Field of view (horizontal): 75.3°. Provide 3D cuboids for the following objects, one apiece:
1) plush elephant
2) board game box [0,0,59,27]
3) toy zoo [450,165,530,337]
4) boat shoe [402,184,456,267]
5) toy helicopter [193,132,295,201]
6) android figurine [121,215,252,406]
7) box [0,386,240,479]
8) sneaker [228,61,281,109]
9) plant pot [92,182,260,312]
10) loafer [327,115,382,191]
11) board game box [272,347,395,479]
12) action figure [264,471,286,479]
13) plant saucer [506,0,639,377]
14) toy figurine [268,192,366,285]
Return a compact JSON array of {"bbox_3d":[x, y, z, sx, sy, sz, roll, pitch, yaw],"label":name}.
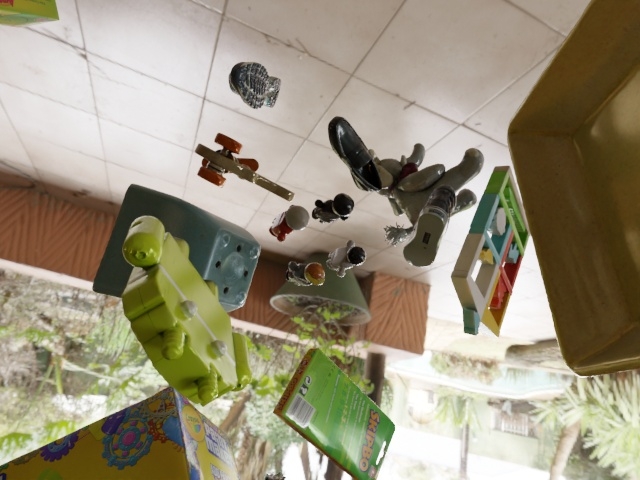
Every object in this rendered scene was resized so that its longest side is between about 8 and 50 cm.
[{"bbox_3d":[0.269,-0.168,1.214,0.330,0.255,0.272,-35,153,6],"label":"plush elephant"},{"bbox_3d":[-0.462,-0.322,0.546,0.092,0.043,0.181,5,-161,21],"label":"board game box"},{"bbox_3d":[0.306,0.038,0.738,0.030,0.293,0.192,5,145,43],"label":"toy zoo"},{"bbox_3d":[0.213,-0.022,0.794,0.065,0.083,0.183,27,150,13],"label":"boat shoe"},{"bbox_3d":[-0.238,-0.210,1.328,0.355,0.140,0.235,25,-178,-34],"label":"toy helicopter"},{"bbox_3d":[-0.164,0.089,0.519,0.248,0.056,0.273,62,175,-22],"label":"android figurine"},{"bbox_3d":[-0.197,0.328,0.326,0.290,0.279,0.177,-23,141,-8],"label":"box"},{"bbox_3d":[-0.202,-0.418,1.125,0.122,0.110,0.283,17,-168,5],"label":"sneaker"},{"bbox_3d":[-0.283,0.040,0.919,0.252,0.247,0.248,10,170,30],"label":"plant pot"},{"bbox_3d":[0.092,-0.208,1.020,0.078,0.076,0.223,26,158,49],"label":"loafer"},{"bbox_3d":[0.037,0.315,0.729,0.039,0.124,0.259,-15,124,49],"label":"board game box"},{"bbox_3d":[-0.076,0.545,0.869,0.137,0.063,0.232,54,163,-4],"label":"action figure"},{"bbox_3d":[0.301,-0.068,0.362,0.081,0.332,0.332,-1,157,-3],"label":"plant saucer"},{"bbox_3d":[0.000,0.000,1.028,0.213,0.209,0.148,-16,178,-32],"label":"toy figurine"}]
